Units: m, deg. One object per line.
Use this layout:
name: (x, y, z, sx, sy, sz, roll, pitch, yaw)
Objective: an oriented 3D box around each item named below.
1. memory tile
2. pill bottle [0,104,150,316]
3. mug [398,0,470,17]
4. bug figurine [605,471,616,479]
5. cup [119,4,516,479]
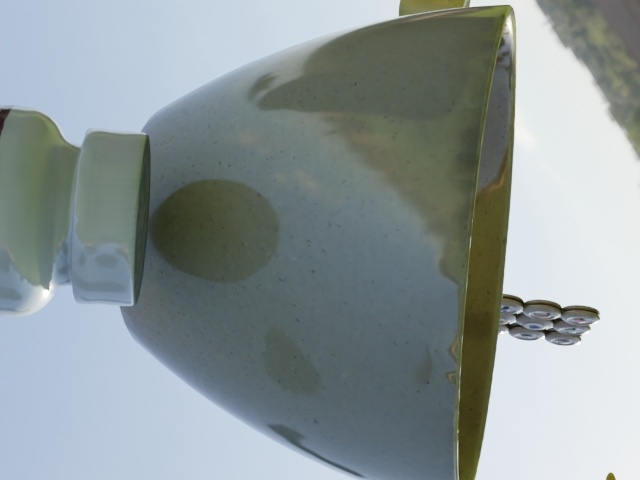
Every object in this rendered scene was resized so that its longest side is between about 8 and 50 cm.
memory tile: (0.189, 0.076, 1.199, 0.113, 0.148, 0.012, 99, 179, -70)
pill bottle: (-0.211, -0.019, 0.701, 0.121, 0.221, 0.121, -176, 90, -86)
mug: (0.118, -0.246, 1.282, 0.064, 0.062, 0.078, 18, -154, 14)
bug figurine: (0.250, 0.269, 1.110, 0.216, 0.279, 0.072, -1, -126, -39)
cup: (0.000, 0.000, 0.842, 0.331, 0.236, 0.331, 6, -90, -78)
